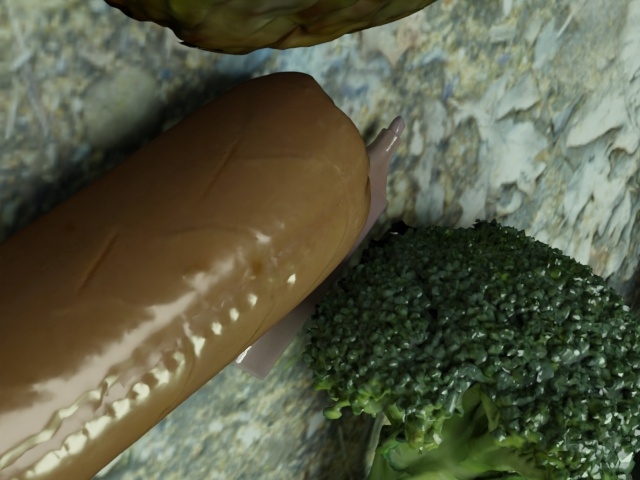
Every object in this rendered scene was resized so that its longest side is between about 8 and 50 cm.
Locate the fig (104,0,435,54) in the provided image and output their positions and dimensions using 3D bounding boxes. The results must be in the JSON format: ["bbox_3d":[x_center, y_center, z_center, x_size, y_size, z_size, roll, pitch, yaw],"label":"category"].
[{"bbox_3d":[0.029,-0.187,0.385,0.286,0.368,0.286,-14,119,-28],"label":"fig"}]

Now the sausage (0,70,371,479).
[{"bbox_3d":[-0.091,0.023,0.545,0.304,0.121,0.121,-40,133,-26],"label":"sausage"}]

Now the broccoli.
[{"bbox_3d":[0.071,0.160,0.732,0.361,0.221,0.252,-62,171,8],"label":"broccoli"}]

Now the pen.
[{"bbox_3d":[0.000,0.000,0.690,0.197,0.032,0.053,-55,137,-4],"label":"pen"}]

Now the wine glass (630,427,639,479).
[{"bbox_3d":[0.452,0.118,1.201,0.309,0.096,0.264,-23,101,-35],"label":"wine glass"}]
